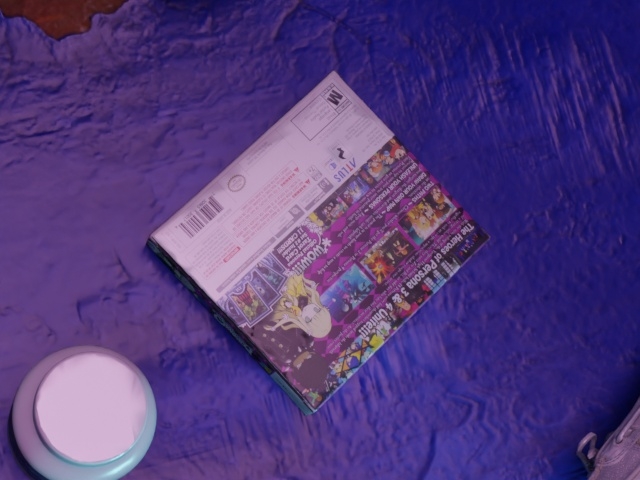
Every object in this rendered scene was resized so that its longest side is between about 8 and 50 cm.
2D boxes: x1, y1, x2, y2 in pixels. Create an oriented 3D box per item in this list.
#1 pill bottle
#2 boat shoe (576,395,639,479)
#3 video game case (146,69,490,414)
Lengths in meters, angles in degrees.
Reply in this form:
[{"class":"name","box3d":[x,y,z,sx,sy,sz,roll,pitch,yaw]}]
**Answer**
[{"class":"pill bottle","box3d":[-0.188,0.141,1.220,0.112,0.186,0.112,3,78,-12]},{"class":"boat shoe","box3d":[0.307,0.170,1.381,0.320,0.103,0.118,-50,137,-15]},{"class":"video game case","box3d":[0.000,0.000,1.369,0.210,0.042,0.232,46,73,0]}]
